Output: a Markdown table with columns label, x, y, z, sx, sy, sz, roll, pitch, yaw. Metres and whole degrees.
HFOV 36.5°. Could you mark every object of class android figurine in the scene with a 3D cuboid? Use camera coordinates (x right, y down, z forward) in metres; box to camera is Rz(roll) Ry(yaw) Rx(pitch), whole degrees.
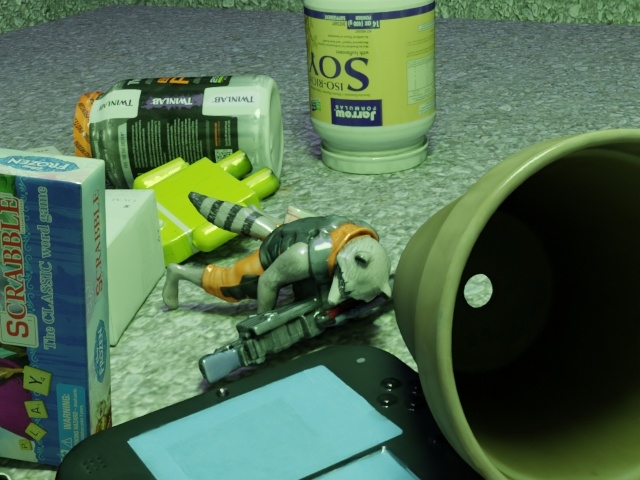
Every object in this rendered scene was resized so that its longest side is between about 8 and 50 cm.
| label | x | y | z | sx | sy | sz | roll | pitch | yaw |
| --- | --- | --- | --- | --- | --- | --- | --- | --- | --- |
| android figurine | -0.206 | -0.050 | 1.496 | 0.273 | 0.056 | 0.248 | -29 | 38 | -20 |

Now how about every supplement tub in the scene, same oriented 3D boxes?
| label | x | y | z | sx | sy | sz | roll | pitch | yaw |
| --- | --- | --- | --- | --- | --- | --- | --- | --- | --- |
| supplement tub | 0.094 | -0.311 | 1.791 | 0.241 | 0.331 | 0.241 | -3 | 22 | 1 |
| supplement tub | -0.242 | -0.182 | 1.694 | 0.338 | 0.207 | 0.207 | -1 | 23 | 5 |

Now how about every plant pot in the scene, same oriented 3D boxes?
| label | x | y | z | sx | sy | sz | roll | pitch | yaw |
| --- | --- | --- | --- | --- | --- | --- | --- | --- | --- |
| plant pot | 0.201 | 0.061 | 0.896 | 0.323 | 0.323 | 0.280 | -10 | 8 | -16 |

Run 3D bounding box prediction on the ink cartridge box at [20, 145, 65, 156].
| label | x | y | z | sx | sy | sz | roll | pitch | yaw |
| --- | --- | --- | --- | --- | --- | --- | --- | --- | --- |
| ink cartridge box | -0.493 | -0.085 | 1.651 | 0.153 | 0.087 | 0.208 | -15 | 26 | -24 |

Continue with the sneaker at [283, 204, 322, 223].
| label | x | y | z | sx | sy | sz | roll | pitch | yaw |
| --- | --- | --- | --- | --- | --- | --- | --- | --- | --- |
| sneaker | 0.000 | 0.000 | 1.446 | 0.134 | 0.070 | 0.051 | 19 | 4 | -25 |

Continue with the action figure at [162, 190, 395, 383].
| label | x | y | z | sx | sy | sz | roll | pitch | yaw |
| --- | --- | --- | --- | --- | --- | --- | --- | --- | --- |
| action figure | -0.061 | 0.036 | 1.207 | 0.330 | 0.178 | 0.341 | 4 | 20 | 41 |

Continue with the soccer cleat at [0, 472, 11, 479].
| label | x | y | z | sx | sy | sz | roll | pitch | yaw |
| --- | --- | --- | --- | --- | --- | --- | --- | --- | --- |
| soccer cleat | -0.312 | 0.236 | 0.935 | 0.029 | 0.035 | 0.083 | -20 | 28 | -34 |

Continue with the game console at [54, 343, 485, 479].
| label | x | y | z | sx | sy | sz | roll | pitch | yaw |
| --- | --- | --- | --- | --- | --- | --- | --- | --- | --- |
| game console | -0.015 | 0.227 | 0.888 | 0.386 | 0.060 | 0.342 | -17 | 26 | -29 |

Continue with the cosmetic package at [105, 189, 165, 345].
| label | x | y | z | sx | sy | sz | roll | pitch | yaw |
| --- | --- | --- | --- | --- | --- | --- | --- | --- | --- |
| cosmetic package | -0.353 | 0.029 | 1.302 | 0.224 | 0.138 | 0.225 | 0 | 24 | 8 |

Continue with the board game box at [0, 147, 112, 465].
| label | x | y | z | sx | sy | sz | roll | pitch | yaw |
| --- | --- | --- | --- | --- | --- | --- | --- | --- | --- |
| board game box | -0.369 | 0.060 | 0.954 | 0.318 | 0.319 | 0.066 | 7 | 25 | 7 |
